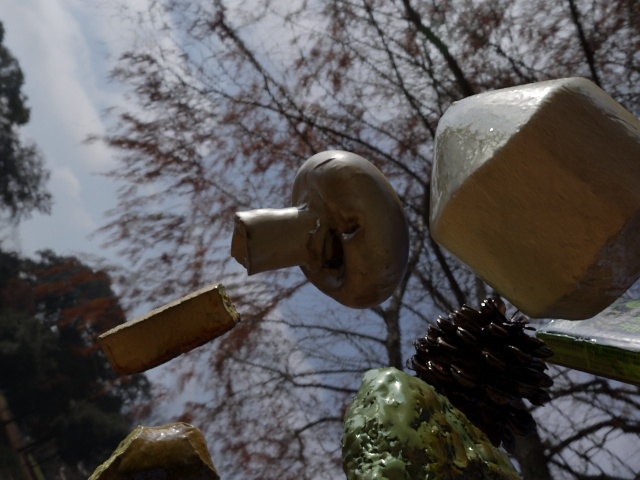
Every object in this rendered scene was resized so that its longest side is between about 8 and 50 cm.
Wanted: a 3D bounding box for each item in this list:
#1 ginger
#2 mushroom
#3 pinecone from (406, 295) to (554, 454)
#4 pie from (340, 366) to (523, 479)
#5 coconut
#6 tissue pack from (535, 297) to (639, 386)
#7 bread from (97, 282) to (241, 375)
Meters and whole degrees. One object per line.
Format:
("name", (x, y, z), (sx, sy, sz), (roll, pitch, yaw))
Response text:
("ginger", (-0.257, 0.398, 1.141), (0.221, 0.275, 0.130), (44, -44, -15))
("mushroom", (0.000, 0.000, 1.289), (0.292, 0.290, 0.292), (42, -39, 47))
("pinecone", (0.237, 0.185, 1.073), (0.221, 0.222, 0.221), (40, -38, 40))
("pie", (0.171, 0.328, 0.719), (0.418, 0.181, 0.395), (65, 9, 28))
("coconut", (0.233, -0.056, 0.783), (0.266, 0.237, 0.237), (39, -35, 14))
("tissue pack", (0.476, 0.151, 1.140), (0.235, 0.173, 0.073), (5, -66, 63))
("bread", (-0.315, 0.189, 1.567), (0.185, 0.275, 0.114), (168, -100, -87))
